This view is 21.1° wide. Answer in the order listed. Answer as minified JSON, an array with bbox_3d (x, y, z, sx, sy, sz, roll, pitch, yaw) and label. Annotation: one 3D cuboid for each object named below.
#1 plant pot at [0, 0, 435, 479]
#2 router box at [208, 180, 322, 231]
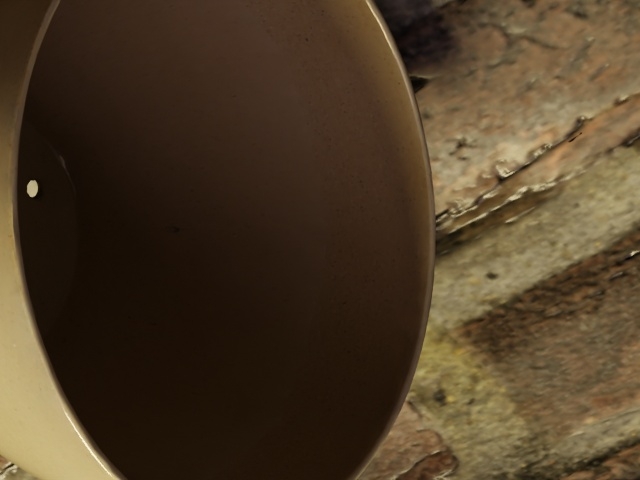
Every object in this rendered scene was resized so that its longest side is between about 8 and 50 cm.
[{"bbox_3d":[-0.103,-0.008,0.808,0.191,0.284,0.284,-4,143,37],"label":"plant pot"},{"bbox_3d":[0.000,0.000,0.962,0.092,0.038,0.122,-16,135,10],"label":"router box"}]
